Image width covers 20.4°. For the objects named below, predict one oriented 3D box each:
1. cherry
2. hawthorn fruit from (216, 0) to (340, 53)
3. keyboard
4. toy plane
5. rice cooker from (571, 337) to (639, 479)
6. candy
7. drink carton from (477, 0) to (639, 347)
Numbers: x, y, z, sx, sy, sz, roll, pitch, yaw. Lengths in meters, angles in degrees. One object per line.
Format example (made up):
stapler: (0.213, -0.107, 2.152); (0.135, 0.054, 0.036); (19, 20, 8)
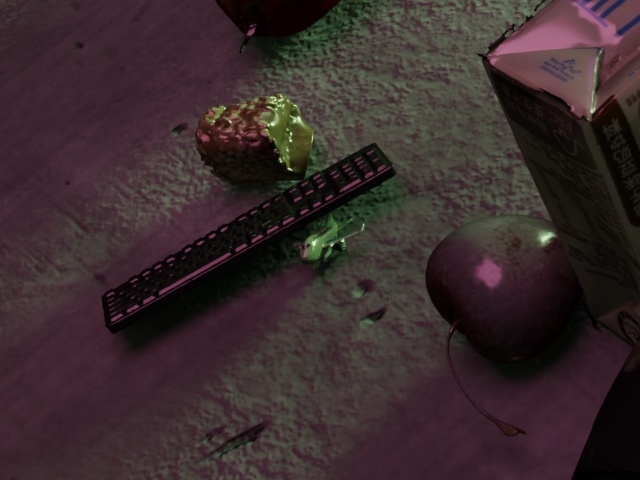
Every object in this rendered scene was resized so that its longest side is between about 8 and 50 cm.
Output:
cherry: (0.175, 0.056, 1.481); (0.148, 0.115, 0.188); (-7, 38, -35)
hawthorn fruit: (-0.047, -0.295, 1.887); (0.181, 0.181, 0.235); (6, 53, 33)
keyboard: (-0.072, -0.005, 1.708); (0.310, 0.018, 0.101); (-29, 19, 0)
toy plane: (0.001, 0.002, 1.665); (0.080, 0.033, 0.083); (-3, 28, 26)
rice cooker: (0.319, 0.149, 1.199); (0.267, 0.267, 0.224); (19, 57, 40)
candy: (-0.066, -0.098, 1.761); (0.110, 0.095, 0.085); (-12, 48, 26)
drink carton: (0.275, -0.064, 1.367); (0.194, 0.324, 0.132); (-39, 43, -10)
